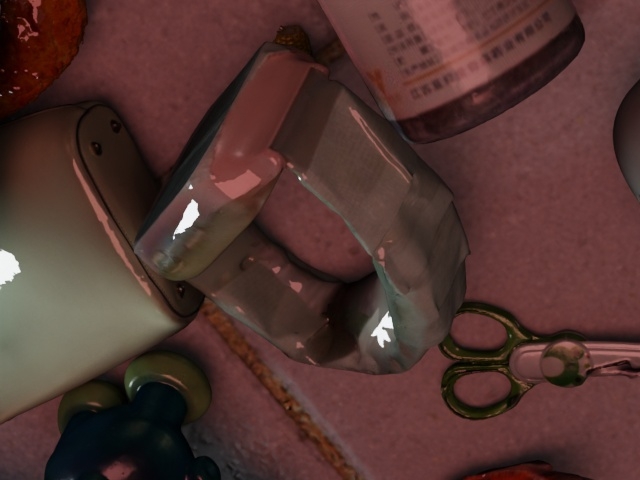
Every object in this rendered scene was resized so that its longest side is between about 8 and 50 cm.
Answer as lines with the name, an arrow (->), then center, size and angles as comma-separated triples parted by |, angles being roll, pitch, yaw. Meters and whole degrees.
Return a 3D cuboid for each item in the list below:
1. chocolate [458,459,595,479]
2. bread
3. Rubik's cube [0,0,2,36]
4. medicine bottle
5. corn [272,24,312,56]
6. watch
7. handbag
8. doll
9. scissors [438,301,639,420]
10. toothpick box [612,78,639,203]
chocolate -> 0.168, 0.294, 1.543 | 0.221, 0.221, 0.147 | -39, 127, 18
bread -> -0.293, -0.152, 1.473 | 0.269, 0.095, 0.139 | -25, 97, 19
Rubik's cube -> -0.473, -0.031, 1.353 | 0.363, 0.362, 0.358 | 13, 112, 27
medicine bottle -> 0.062, -0.221, 1.359 | 0.165, 0.165, 0.273 | -27, 105, 16
corn -> -0.023, -0.123, 1.475 | 0.037, 0.037, 0.092 | 3, 111, 7
watch -> 0.000, 0.000, 1.420 | 0.241, 0.161, 0.253 | 33, 150, -9
handbag -> -0.267, 0.032, 1.531 | 0.315, 0.109, 0.241 | -24, 104, 19
doll -> -0.121, 0.266, 1.550 | 0.198, 0.186, 0.322 | -29, 101, 26
scissors -> 0.198, 0.096, 1.527 | 0.204, 0.027, 0.101 | -3, 112, 11
toothpick box -> 0.355, -0.091, 1.354 | 0.229, 0.229, 0.316 | 42, 111, -8
